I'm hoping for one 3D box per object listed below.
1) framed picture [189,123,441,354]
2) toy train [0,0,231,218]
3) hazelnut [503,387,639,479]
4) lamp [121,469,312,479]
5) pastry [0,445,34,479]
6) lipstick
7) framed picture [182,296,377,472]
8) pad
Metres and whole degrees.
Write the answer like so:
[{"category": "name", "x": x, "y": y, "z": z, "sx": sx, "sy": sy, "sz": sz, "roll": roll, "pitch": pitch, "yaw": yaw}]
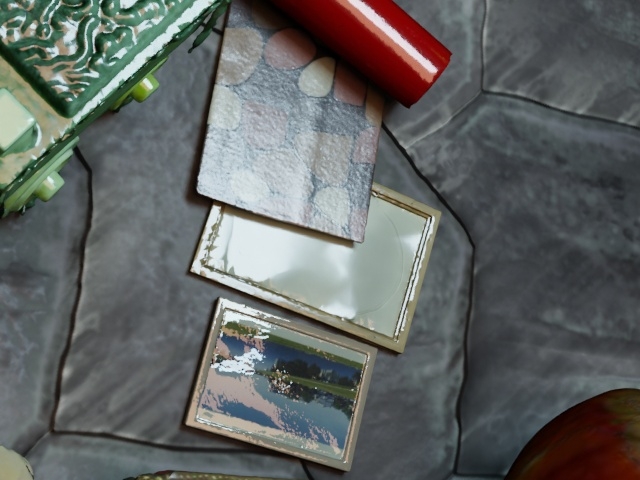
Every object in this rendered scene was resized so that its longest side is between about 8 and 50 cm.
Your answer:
[{"category": "framed picture", "x": 0.000, "y": 0.000, "z": 1.039, "sx": 0.200, "sy": 0.010, "sz": 0.136, "roll": 22, "pitch": 73, "yaw": -17}, {"category": "toy train", "x": -0.203, "y": -0.135, "z": 0.880, "sx": 0.159, "sy": 0.188, "sz": 0.272, "roll": 47, "pitch": 68, "yaw": -7}, {"category": "hazelnut", "x": 0.308, "y": 0.292, "z": 0.951, "sx": 0.409, "sy": 0.359, "sz": 0.359, "roll": 24, "pitch": 71, "yaw": -21}, {"category": "lamp", "x": -0.046, "y": 0.256, "z": 0.888, "sx": 0.273, "sy": 0.177, "sz": 0.177, "roll": 9, "pitch": 76, "yaw": -23}, {"category": "pastry", "x": -0.301, "y": 0.222, "z": 0.803, "sx": 0.264, "sy": 0.133, "sz": 0.265, "roll": 7, "pitch": 75, "yaw": -25}, {"category": "lipstick", "x": -0.012, "y": -0.223, "z": 1.038, "sx": 0.279, "sy": 0.073, "sz": 0.073, "roll": 38, "pitch": 68, "yaw": -11}, {"category": "framed picture", "x": -0.031, "y": 0.119, "z": 1.002, "sx": 0.149, "sy": 0.011, "sz": 0.109, "roll": 19, "pitch": 73, "yaw": -19}, {"category": "pad", "x": -0.017, "y": -0.126, "z": 1.052, "sx": 0.158, "sy": 0.003, "sz": 0.235, "roll": 16, "pitch": 71, "yaw": -20}]
